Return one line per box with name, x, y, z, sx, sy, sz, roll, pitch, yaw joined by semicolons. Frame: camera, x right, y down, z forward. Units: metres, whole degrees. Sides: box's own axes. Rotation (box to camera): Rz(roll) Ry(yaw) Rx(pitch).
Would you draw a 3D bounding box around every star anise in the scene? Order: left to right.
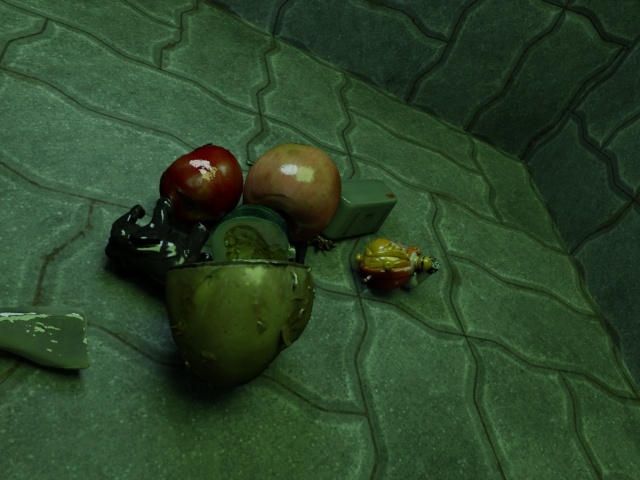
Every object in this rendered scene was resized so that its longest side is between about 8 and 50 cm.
star anise;-0.001;0.001;2.188;0.141;0.042;0.141;28;27;-15

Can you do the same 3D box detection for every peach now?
peach;-0.400;-0.206;1.923;0.281;0.281;0.338;25;41;-13

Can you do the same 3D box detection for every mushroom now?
mushroom;-0.716;0.221;1.310;0.329;0.122;0.159;10;33;-29

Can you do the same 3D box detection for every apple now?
apple;-0.100;-0.185;2.038;0.364;0.363;0.363;21;38;-18

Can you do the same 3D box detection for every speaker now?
speaker;0.143;-0.142;2.316;0.406;0.184;0.183;-9;51;-51

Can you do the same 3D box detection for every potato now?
potato;-0.206;0.226;1.486;0.442;0.386;0.319;29;59;-77

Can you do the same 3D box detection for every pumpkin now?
pumpkin;-0.211;0.014;1.812;0.264;0.292;0.196;-1;29;-1

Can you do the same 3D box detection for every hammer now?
hammer;-0.080;0.067;2.059;0.137;0.037;0.289;23;38;-19

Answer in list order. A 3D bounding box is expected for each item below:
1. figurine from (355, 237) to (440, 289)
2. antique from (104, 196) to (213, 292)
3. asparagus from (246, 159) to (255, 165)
figurine;0.285;0.098;2.179;0.323;0.195;0.320;10;-1;-42
antique;-0.478;0.026;1.667;0.322;0.185;0.255;39;34;-2
asparagus;-0.214;-0.314;2.402;0.233;0.022;0.023;10;-2;-27
